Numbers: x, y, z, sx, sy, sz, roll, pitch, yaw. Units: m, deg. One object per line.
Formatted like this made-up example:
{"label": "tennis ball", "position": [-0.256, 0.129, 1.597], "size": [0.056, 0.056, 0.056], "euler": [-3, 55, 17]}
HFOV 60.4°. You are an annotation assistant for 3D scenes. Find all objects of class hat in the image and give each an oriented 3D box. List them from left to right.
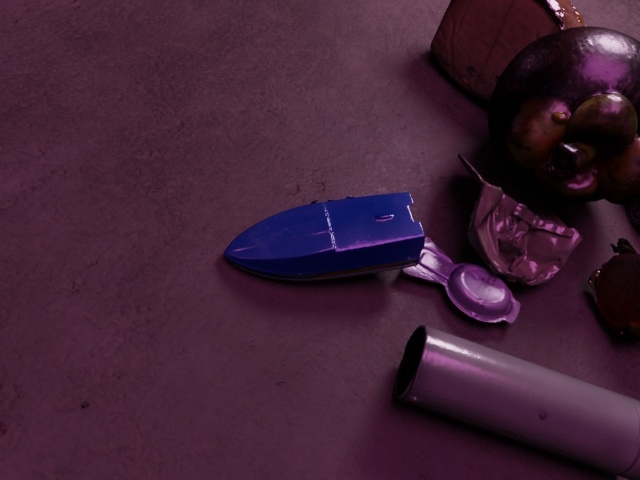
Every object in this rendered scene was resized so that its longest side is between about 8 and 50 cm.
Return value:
{"label": "hat", "position": [0.309, -0.033, 0.953], "size": [0.214, 0.149, 0.245], "euler": [25, 11, -17]}

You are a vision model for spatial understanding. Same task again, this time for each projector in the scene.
{"label": "projector", "position": [0.273, 0.216, 0.734], "size": [0.337, 0.108, 0.108], "euler": [20, 52, -1]}

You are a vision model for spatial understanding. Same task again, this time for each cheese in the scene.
{"label": "cheese", "position": [0.227, 0.066, 0.872], "size": [0.190, 0.042, 0.105], "euler": [33, 52, 11]}

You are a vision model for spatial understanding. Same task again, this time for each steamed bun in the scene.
{"label": "steamed bun", "position": [0.415, -0.434, 1.181], "size": [0.199, 0.252, 0.301], "euler": [-19, 58, -42]}

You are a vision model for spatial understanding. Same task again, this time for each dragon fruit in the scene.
{"label": "dragon fruit", "position": [0.511, 0.101, 0.889], "size": [0.175, 0.138, 0.142], "euler": [40, 90, -20]}

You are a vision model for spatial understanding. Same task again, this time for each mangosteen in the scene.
{"label": "mangosteen", "position": [0.458, -0.210, 0.967], "size": [0.329, 0.330, 0.330], "euler": [7, 53, -10]}

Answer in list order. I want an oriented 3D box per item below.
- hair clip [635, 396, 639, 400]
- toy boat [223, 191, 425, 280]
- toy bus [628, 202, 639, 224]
{"label": "hair clip", "position": [0.569, 0.248, 0.834], "size": [0.228, 0.036, 0.066], "euler": [-6, 63, -19]}
{"label": "toy boat", "position": [0.000, 0.000, 0.841], "size": [0.294, 0.088, 0.129], "euler": [-8, 57, -8]}
{"label": "toy bus", "position": [0.682, -0.167, 1.100], "size": [0.142, 0.153, 0.330], "euler": [6, 55, -10]}
